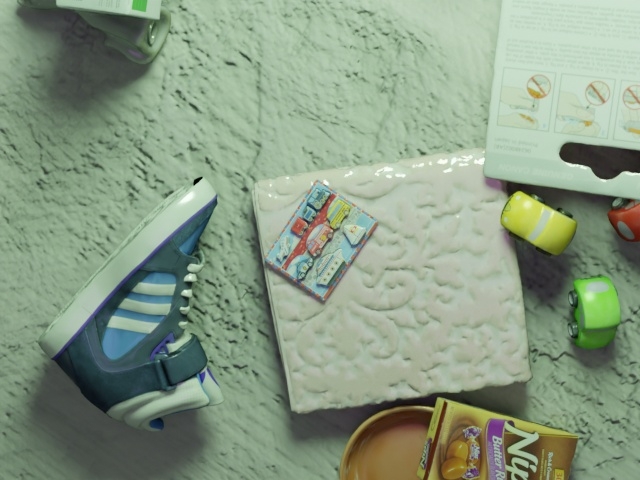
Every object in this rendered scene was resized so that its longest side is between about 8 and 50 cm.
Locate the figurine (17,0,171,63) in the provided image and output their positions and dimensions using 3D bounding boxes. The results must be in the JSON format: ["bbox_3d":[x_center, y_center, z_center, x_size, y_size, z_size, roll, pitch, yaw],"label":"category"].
[{"bbox_3d":[-0.278,-0.361,1.552,0.209,0.092,0.215,25,101,10],"label":"figurine"}]

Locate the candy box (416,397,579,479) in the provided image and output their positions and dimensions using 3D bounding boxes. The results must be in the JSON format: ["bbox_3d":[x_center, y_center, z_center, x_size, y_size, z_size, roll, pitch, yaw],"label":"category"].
[{"bbox_3d":[0.230,0.278,1.566,0.186,0.053,0.109,15,88,-12],"label":"candy box"}]

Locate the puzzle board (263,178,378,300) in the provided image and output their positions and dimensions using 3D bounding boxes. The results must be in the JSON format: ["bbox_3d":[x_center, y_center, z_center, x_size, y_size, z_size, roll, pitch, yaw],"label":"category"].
[{"bbox_3d":[0.000,0.000,1.553,0.096,0.011,0.128,35,103,1],"label":"puzzle board"}]

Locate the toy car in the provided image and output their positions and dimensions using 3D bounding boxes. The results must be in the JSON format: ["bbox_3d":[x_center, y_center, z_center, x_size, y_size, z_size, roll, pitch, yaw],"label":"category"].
[{"bbox_3d":[0.351,0.037,1.528,0.238,0.053,0.225,-7,107,-8],"label":"toy car"}]

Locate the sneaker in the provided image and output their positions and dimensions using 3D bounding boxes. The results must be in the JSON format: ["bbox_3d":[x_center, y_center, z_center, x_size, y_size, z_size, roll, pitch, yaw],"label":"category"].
[{"bbox_3d":[-0.187,0.102,1.594,0.236,0.130,0.323,43,96,-11],"label":"sneaker"}]

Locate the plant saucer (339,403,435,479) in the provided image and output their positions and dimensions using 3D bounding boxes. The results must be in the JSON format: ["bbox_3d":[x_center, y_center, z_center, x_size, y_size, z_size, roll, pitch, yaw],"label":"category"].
[{"bbox_3d":[0.126,0.313,1.623,0.199,0.037,0.200,1,98,7],"label":"plant saucer"}]

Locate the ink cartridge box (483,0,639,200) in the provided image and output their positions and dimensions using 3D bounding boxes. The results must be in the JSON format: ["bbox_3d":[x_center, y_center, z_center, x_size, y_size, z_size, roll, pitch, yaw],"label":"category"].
[{"bbox_3d":[0.371,-0.248,1.453,0.308,0.091,0.385,9,102,20],"label":"ink cartridge box"}]

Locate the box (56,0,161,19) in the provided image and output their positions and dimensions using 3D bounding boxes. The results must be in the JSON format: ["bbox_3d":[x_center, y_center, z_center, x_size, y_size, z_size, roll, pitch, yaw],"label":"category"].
[{"bbox_3d":[-0.250,-0.322,1.458,0.101,0.087,0.101,10,98,17],"label":"box"}]

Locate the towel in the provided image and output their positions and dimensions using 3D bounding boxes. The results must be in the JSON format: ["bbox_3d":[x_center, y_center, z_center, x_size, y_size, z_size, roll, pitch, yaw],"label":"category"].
[{"bbox_3d":[0.096,0.053,1.580,0.331,0.053,0.317,-8,98,8],"label":"towel"}]
